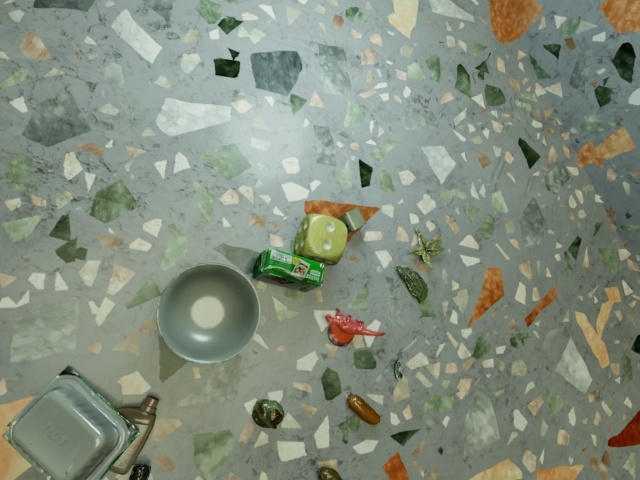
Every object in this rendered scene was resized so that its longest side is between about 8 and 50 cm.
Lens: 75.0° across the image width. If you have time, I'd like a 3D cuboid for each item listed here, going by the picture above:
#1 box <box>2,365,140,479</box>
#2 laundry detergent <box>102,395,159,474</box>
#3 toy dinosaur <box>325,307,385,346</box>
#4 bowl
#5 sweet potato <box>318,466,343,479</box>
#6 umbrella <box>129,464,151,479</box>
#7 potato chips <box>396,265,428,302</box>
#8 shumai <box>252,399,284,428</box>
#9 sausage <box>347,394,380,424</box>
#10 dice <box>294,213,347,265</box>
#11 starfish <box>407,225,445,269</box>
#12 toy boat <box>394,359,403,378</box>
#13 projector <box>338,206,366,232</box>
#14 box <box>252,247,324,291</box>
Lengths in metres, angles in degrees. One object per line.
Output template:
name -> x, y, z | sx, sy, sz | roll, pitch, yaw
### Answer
box -> -0.773, 0.588, 1.265 | 0.336, 0.106, 0.264 | 39, 70, 5
laundry detergent -> -0.646, 0.616, 1.368 | 0.171, 0.076, 0.237 | 28, 72, -11
toy dinosaur -> 0.129, 0.387, 1.719 | 0.286, 0.070, 0.139 | 29, 82, -17
bowl -> -0.397, 0.256, 1.483 | 0.345, 0.157, 0.346 | 3, 80, -20
sweet potato -> 0.071, 0.957, 1.592 | 0.081, 0.062, 0.233 | -32, 96, -7
umbrella -> -0.621, 0.896, 1.311 | 0.154, 0.128, 0.337 | 6, 72, -36
potato chips -> 0.417, 0.182, 1.877 | 0.092, 0.028, 0.208 | -38, 97, -23
shumai -> -0.186, 0.645, 1.533 | 0.123, 0.087, 0.099 | 11, 78, -17
sausage -> 0.175, 0.687, 1.682 | 0.062, 0.054, 0.183 | -42, 100, 8
dice -> 0.000, 0.000, 1.674 | 0.169, 0.166, 0.170 | 16, 76, -17
starfish -> 0.481, 0.033, 1.915 | 0.223, 0.050, 0.217 | -8, 77, -34
toy boat -> 0.334, 0.548, 1.775 | 0.038, 0.038, 0.083 | 0, 82, -21
projector -> 0.136, -0.085, 1.785 | 0.083, 0.083, 0.082 | -27, 91, -22
box -> -0.123, 0.118, 1.602 | 0.250, 0.180, 0.103 | 18, 71, -16
